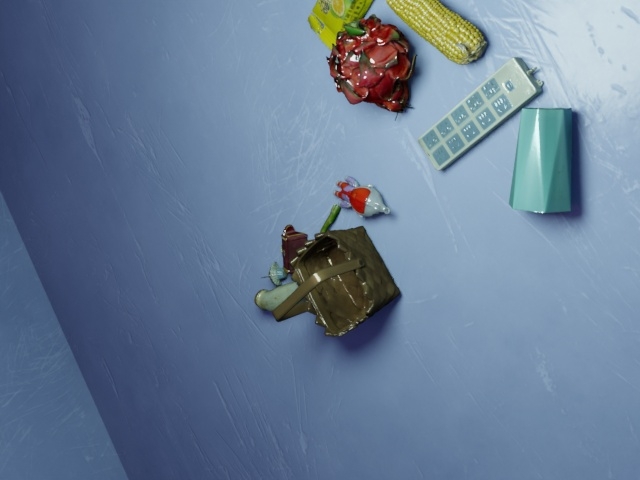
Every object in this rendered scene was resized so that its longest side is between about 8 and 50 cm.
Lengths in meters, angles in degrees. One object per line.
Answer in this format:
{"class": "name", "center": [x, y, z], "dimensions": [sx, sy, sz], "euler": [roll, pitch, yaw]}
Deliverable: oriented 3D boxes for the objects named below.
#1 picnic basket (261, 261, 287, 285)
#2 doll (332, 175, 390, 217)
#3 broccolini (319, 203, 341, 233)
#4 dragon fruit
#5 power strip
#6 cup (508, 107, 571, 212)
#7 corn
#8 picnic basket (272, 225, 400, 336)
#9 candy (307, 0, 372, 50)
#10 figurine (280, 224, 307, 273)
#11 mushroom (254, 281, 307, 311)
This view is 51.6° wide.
{"class": "picnic basket", "center": [-0.154, 0.113, 2.217], "dimensions": [0.083, 0.065, 0.083], "euler": [-4, 104, 24]}
{"class": "doll", "center": [0.119, -0.119, 1.913], "dimensions": [0.227, 0.075, 0.102], "euler": [26, 108, 43]}
{"class": "broccolini", "center": [0.006, 0.002, 2.059], "dimensions": [0.254, 0.057, 0.071], "euler": [-57, 39, 24]}
{"class": "dragon fruit", "center": [0.140, -0.436, 1.727], "dimensions": [0.233, 0.234, 0.293], "euler": [-5, 120, 41]}
{"class": "power strip", "center": [0.394, -0.314, 1.651], "dimensions": [0.367, 0.043, 0.106], "euler": [-40, 76, 39]}
{"class": "cup", "center": [0.510, -0.190, 1.532], "dimensions": [0.134, 0.148, 0.236], "euler": [-157, 62, -63]}
{"class": "corn", "center": [0.276, -0.539, 1.632], "dimensions": [0.293, 0.106, 0.106], "euler": [41, 125, 15]}
{"class": "picnic basket", "center": [0.030, 0.125, 1.902], "dimensions": [0.254, 0.320, 0.291], "euler": [-43, 72, 42]}
{"class": "candy", "center": [0.078, -0.657, 1.796], "dimensions": [0.187, 0.081, 0.297], "euler": [52, 129, 19]}
{"class": "figurine", "center": [-0.095, 0.022, 2.144], "dimensions": [0.098, 0.082, 0.155], "euler": [16, 113, 57]}
{"class": "mushroom", "center": [-0.095, 0.179, 2.160], "dimensions": [0.312, 0.099, 0.081], "euler": [-19, 67, 42]}
